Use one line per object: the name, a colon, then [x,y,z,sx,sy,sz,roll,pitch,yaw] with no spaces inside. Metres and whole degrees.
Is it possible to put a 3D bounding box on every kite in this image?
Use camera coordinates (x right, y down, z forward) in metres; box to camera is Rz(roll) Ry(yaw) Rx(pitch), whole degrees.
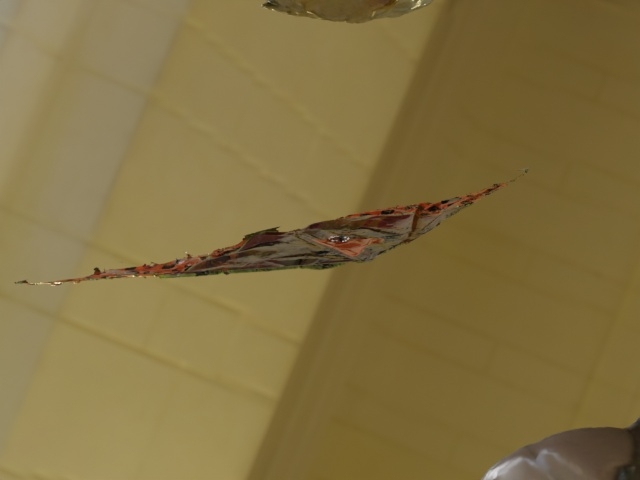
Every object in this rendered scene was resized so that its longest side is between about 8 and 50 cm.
kite: [0.000,0.001,0.754,0.222,0.008,0.125,-13,-172,-14]

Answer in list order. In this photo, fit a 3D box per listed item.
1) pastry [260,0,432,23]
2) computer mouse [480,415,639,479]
pastry: [0.017,-0.171,0.902,0.153,0.153,0.081,25,-161,-27]
computer mouse: [0.261,0.227,1.099,0.389,0.115,0.199,24,135,1]
